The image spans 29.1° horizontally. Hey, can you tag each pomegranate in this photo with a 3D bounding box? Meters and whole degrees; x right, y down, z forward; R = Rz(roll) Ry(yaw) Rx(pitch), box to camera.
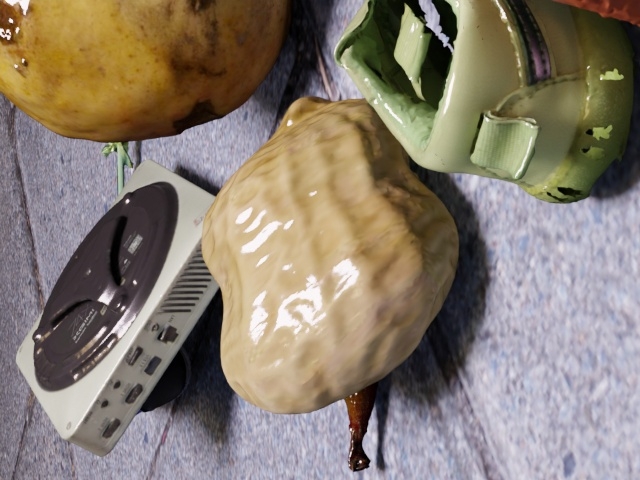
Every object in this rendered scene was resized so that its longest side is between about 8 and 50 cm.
[{"bbox_3d":[-0.160,-0.215,1.008,0.281,0.281,0.281,180,90,-66],"label":"pomegranate"}]

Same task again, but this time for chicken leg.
[{"bbox_3d":[0.020,0.092,0.896,0.062,0.037,0.145,110,154,-57],"label":"chicken leg"}]

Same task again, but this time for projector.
[{"bbox_3d":[-0.196,0.051,1.207,0.257,0.079,0.259,-58,27,-2],"label":"projector"}]

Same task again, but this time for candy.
[{"bbox_3d":[-0.238,-0.104,1.464,0.073,0.077,0.262,-118,28,-51],"label":"candy"}]

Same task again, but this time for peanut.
[{"bbox_3d":[0.000,0.000,0.838,0.197,0.110,0.233,-41,50,28],"label":"peanut"}]

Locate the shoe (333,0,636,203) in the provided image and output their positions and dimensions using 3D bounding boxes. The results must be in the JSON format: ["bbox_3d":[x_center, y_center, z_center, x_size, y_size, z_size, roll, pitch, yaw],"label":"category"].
[{"bbox_3d":[0.082,-0.131,0.679,0.140,0.128,0.262,-55,42,31],"label":"shoe"}]

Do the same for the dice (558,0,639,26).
[{"bbox_3d":[0.113,-0.181,0.489,0.175,0.174,0.179,-129,52,-63],"label":"dice"}]

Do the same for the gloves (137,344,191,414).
[{"bbox_3d":[-0.195,0.134,1.315,0.229,0.097,0.119,5,89,62],"label":"gloves"}]
